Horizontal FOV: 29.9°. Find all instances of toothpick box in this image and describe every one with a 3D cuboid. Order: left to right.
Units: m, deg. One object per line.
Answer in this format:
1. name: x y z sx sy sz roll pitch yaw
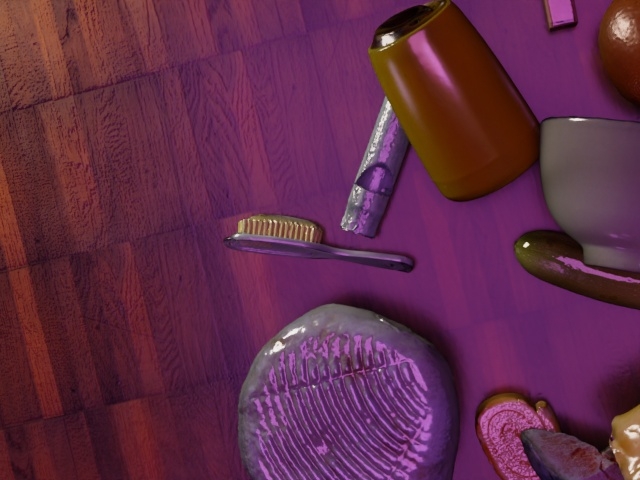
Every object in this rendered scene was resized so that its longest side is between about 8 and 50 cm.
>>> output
1. toothpick box: 0.187 -0.207 1.714 0.175 0.175 0.271 -31 107 9

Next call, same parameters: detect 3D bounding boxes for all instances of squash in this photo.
1. squash: 0.449 0.053 1.758 0.341 0.094 0.094 16 95 8

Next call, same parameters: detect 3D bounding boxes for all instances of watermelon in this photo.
1. watermelon: 0.363 0.332 1.721 0.180 0.081 0.094 31 70 12

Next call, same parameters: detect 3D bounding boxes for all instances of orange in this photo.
1. orange: 0.494 -0.277 1.692 0.206 0.206 0.206 0 92 9

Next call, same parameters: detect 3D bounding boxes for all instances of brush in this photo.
1. brush: 0.000 0.000 1.851 0.297 0.068 0.060 8 72 5

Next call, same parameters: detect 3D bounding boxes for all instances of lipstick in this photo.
1. lipstick: 0.348 -0.388 1.782 0.045 0.045 0.145 -10 89 11

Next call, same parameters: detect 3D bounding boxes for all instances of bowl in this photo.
1. bowl: 0.457 -0.044 1.618 0.354 0.354 0.185 10 91 9

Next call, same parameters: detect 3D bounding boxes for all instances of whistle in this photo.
1. whistle: 0.107 -0.156 1.821 0.062 0.062 0.312 20 95 8

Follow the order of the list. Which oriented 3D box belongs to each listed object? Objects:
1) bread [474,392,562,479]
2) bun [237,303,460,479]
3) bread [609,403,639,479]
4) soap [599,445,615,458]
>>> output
1. bread: 0.304 0.297 1.805 0.122 0.073 0.149 -28 90 4
2. bun: 0.050 0.264 1.779 0.354 0.194 0.354 1 93 12
3. bread: 0.633 0.305 1.577 0.394 0.361 0.250 -35 129 8
4. soap: 0.444 0.456 1.756 0.173 0.089 0.274 -38 76 15
